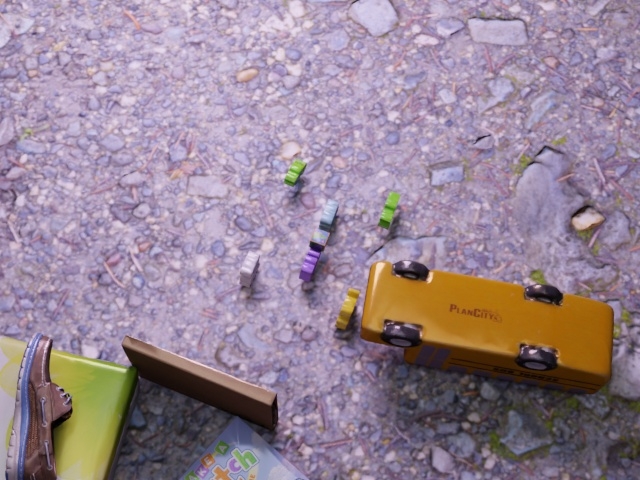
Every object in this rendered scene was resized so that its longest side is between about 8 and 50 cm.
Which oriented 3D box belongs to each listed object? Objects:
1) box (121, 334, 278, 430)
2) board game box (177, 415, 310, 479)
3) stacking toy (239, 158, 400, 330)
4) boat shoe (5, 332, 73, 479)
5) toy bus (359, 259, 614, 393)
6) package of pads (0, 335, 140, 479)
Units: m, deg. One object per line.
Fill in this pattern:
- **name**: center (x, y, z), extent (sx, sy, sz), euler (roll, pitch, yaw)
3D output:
- **box**: center (-0.149, 0.184, 1.322), extent (0.201, 0.164, 0.021), euler (22, 70, 6)
- **board game box**: center (-0.082, 0.354, 1.321), extent (0.211, 0.039, 0.160), euler (39, 71, 14)
- **stacking toy**: center (0.000, 0.000, 1.475), extent (0.167, 0.052, 0.221), euler (22, 66, 4)
- **boat shoe**: center (-0.335, 0.204, 1.255), extent (0.066, 0.066, 0.183), euler (6, 76, -8)
- **toy bus**: center (0.221, 0.118, 1.389), extent (0.333, 0.130, 0.108), euler (10, 68, 1)
- **package of pads**: center (-0.378, 0.279, 1.305), extent (0.229, 0.101, 0.296), euler (14, 66, 1)
